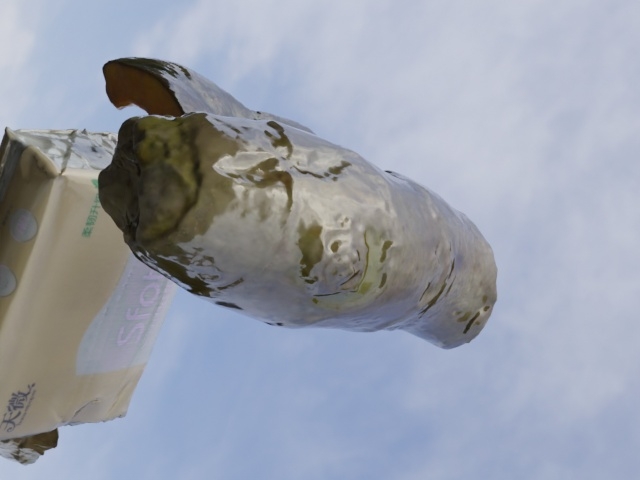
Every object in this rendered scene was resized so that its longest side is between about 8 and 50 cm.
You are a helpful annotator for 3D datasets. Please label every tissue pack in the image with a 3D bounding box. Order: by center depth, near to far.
[{"bbox_3d":[-0.182,0.033,0.859,0.090,0.186,0.222,31,-75,29],"label":"tissue pack"}]

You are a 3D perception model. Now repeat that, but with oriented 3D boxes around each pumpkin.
[{"bbox_3d":[-0.083,-0.068,1.244,0.095,0.290,0.258,-46,-143,29],"label":"pumpkin"}]

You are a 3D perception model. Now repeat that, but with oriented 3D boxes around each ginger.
[{"bbox_3d":[0.000,0.000,0.660,0.116,0.263,0.109,-25,-119,35],"label":"ginger"},{"bbox_3d":[-0.374,0.186,1.362,0.193,0.122,0.115,-4,-116,48],"label":"ginger"}]
